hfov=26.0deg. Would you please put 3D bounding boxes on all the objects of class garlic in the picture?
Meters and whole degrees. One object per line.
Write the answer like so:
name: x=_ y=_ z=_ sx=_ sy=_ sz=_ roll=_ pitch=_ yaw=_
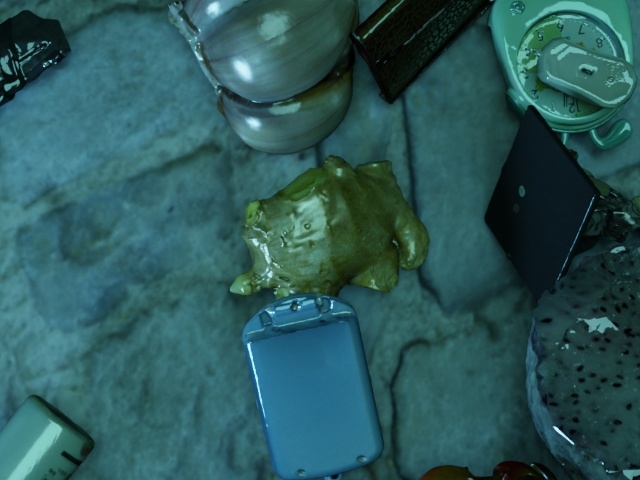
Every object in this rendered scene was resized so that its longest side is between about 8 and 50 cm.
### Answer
garlic: x=-0.047 y=-0.206 z=1.427 sx=0.191 sy=0.160 sz=0.214 roll=-24 pitch=80 yaw=5

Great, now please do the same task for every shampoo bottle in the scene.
shampoo bottle: x=-0.339 y=0.281 z=1.386 sx=0.085 sy=0.085 sz=0.262 roll=38 pitch=82 yaw=3

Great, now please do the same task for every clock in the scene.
clock: x=0.261 y=-0.183 z=1.487 sx=0.148 sy=0.060 sz=0.189 roll=-6 pitch=83 yaw=-4

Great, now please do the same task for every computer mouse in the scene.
computer mouse: x=0.273 y=-0.173 z=1.441 sx=0.110 sy=0.032 sz=0.056 roll=24 pitch=84 yaw=9

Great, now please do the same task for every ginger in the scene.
ginger: x=0.000 y=0.000 z=1.432 sx=0.216 sy=0.102 sz=0.157 roll=-27 pitch=111 yaw=-11

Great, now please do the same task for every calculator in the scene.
calculator: x=-0.007 y=0.154 z=1.409 sx=0.121 sy=0.039 sz=0.210 roll=-13 pitch=107 yaw=1

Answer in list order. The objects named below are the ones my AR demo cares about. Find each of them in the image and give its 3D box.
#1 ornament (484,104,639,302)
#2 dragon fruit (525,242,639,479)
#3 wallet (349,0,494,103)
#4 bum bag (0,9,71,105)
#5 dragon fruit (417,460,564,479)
ornament: x=0.299 y=-0.040 z=1.436 sx=0.196 sy=0.153 sz=0.166 roll=-1 pitch=41 yaw=-25
dragon fruit: x=0.327 y=0.141 z=1.375 sx=0.283 sy=0.221 sz=0.204 roll=-35 pitch=55 yaw=-13
wallet: x=0.140 y=-0.258 z=1.459 sx=0.243 sy=0.133 sz=0.039 roll=-45 pitch=61 yaw=-8
bum bag: x=-0.353 y=-0.170 z=1.468 sx=0.197 sy=0.049 sz=0.087 roll=-38 pitch=69 yaw=-3
dragon fruit: x=0.152 y=0.320 z=1.340 sx=0.307 sy=0.227 sz=0.243 roll=40 pitch=74 yaw=23
